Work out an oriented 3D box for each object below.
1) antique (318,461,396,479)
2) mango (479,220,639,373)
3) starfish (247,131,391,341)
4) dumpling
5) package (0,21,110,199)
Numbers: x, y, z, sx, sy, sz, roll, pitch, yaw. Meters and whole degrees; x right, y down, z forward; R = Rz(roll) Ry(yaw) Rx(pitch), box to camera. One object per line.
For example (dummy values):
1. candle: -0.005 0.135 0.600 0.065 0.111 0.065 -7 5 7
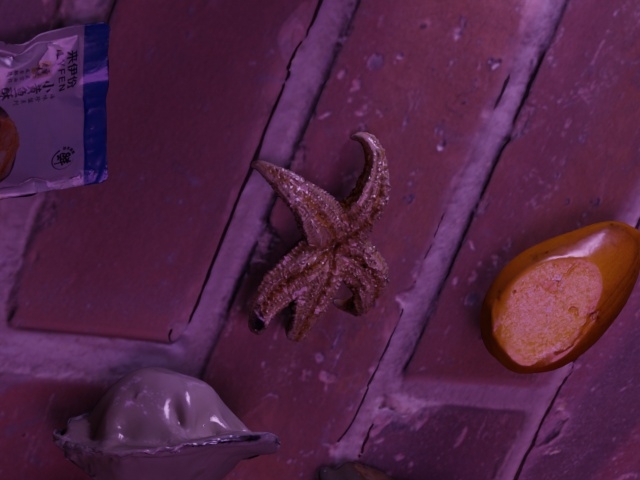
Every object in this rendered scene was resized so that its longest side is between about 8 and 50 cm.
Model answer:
1. antique: 0.094 0.355 2.147 0.284 0.150 0.125 29 103 -32
2. mango: 0.269 0.056 2.074 0.217 0.102 0.141 -40 108 -6
3. starfish: 0.002 0.000 1.898 0.216 0.071 0.238 25 98 -45
4. dumpling: -0.140 0.199 1.877 0.247 0.172 0.142 3 87 -39
5. package: -0.271 -0.112 1.681 0.173 0.027 0.171 -11 125 -21
